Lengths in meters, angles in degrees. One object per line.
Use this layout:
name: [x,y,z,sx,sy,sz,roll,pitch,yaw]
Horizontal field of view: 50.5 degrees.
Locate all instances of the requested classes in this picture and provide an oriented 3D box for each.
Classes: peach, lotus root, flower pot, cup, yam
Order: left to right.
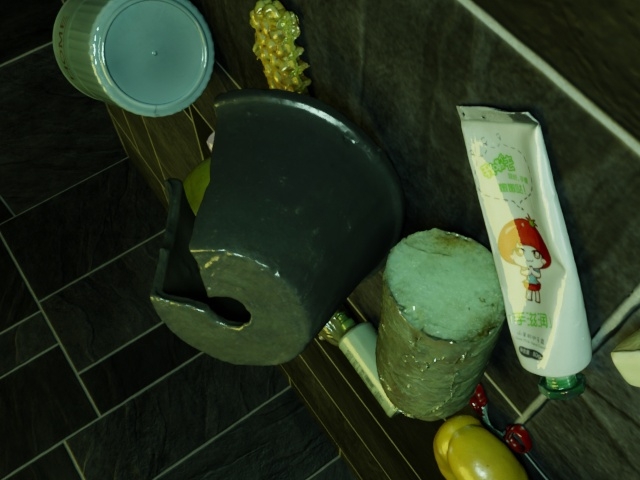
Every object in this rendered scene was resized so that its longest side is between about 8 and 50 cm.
cup: [-0.364,-0.422,1.383,0.257,0.331,0.311,28,-178,-36]
flower pot: [-0.076,0.017,0.944,0.379,0.251,0.379,8,132,9]
lotus root: [0.013,0.166,1.529,0.179,0.089,0.080,54,170,10]
yam: [0.153,0.123,0.910,0.168,0.168,0.304,50,163,26]
peach: [0.256,0.365,1.099,0.179,0.103,0.179,53,166,19]

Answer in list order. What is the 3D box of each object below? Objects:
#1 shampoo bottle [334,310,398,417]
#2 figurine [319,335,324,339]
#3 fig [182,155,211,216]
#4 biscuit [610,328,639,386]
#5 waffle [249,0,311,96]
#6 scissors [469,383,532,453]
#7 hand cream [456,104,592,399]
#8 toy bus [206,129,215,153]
shampoo bottle: [0.106,0.241,1.391,0.234,0.087,0.118,53,180,19]
figurine: [-0.118,0.096,1.642,0.387,0.166,0.207,56,143,15]
fig: [-0.172,-0.065,1.407,0.326,0.258,0.258,-117,1,-70]
biscuit: [0.322,0.099,0.567,0.052,0.056,0.188,57,165,1]
waffle: [-0.054,-0.270,1.015,0.160,0.046,0.192,57,165,5]
scissors: [0.295,0.337,1.150,0.144,0.017,0.247,46,161,37]
hand cream: [0.222,0.016,0.720,0.121,0.076,0.336,18,131,63]
toy bus: [-0.080,-0.119,1.135,0.202,0.142,0.142,58,-175,1]
